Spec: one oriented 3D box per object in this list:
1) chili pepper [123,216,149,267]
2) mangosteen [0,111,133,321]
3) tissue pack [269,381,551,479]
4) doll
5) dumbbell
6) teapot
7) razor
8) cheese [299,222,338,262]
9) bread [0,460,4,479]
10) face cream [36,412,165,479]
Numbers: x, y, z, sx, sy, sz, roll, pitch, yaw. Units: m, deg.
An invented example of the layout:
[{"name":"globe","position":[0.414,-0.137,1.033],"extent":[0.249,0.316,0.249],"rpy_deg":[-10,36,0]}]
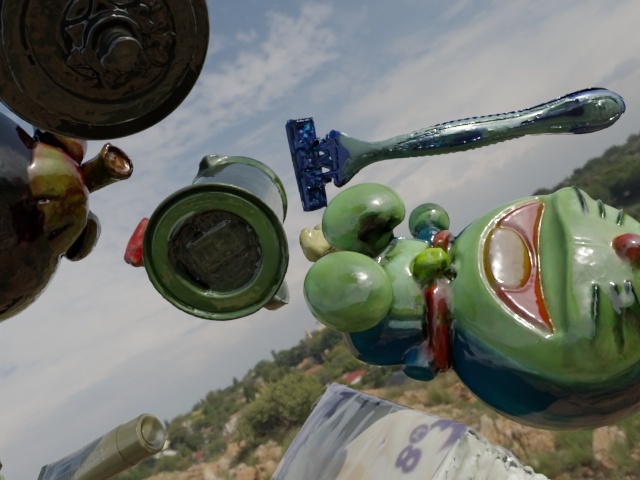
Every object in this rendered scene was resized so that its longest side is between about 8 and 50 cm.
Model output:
[{"name":"chili pepper","position":[-0.425,0.008,1.414],"extent":[0.070,0.073,0.123],"rpy_deg":[10,75,61]},{"name":"mangosteen","position":[-0.532,-0.066,0.908],"extent":[0.435,0.382,0.382],"rpy_deg":[-40,-3,-30]},{"name":"tissue pack","position":[0.034,0.263,0.515],"extent":[0.242,0.125,0.344],"rpy_deg":[-56,6,-15]},{"name":"doll","position":[0.157,0.051,0.501],"extent":[0.186,0.322,0.198],"rpy_deg":[81,-157,-51]},{"name":"dumbbell","position":[-0.211,-0.204,0.510],"extent":[0.192,0.290,0.192],"rpy_deg":[-20,-47,-23]},{"name":"teapot","position":[-0.132,-0.006,0.962],"extent":[0.200,0.270,0.337],"rpy_deg":[-32,15,8]},{"name":"razor","position":[0.132,-0.098,0.555],"extent":[0.325,0.093,0.056],"rpy_deg":[-10,10,3]},{"name":"cheese","position":[0.000,0.000,0.675],"extent":[0.030,0.044,0.083],"rpy_deg":[-44,-9,20]},{"name":"bread","position":[-0.439,0.304,0.588],"extent":[0.257,0.124,0.185],"rpy_deg":[-59,-16,-57]},{"name":"face cream","position":[-0.469,0.455,1.185],"extent":[0.341,0.084,0.137],"rpy_deg":[-30,32,16]}]
